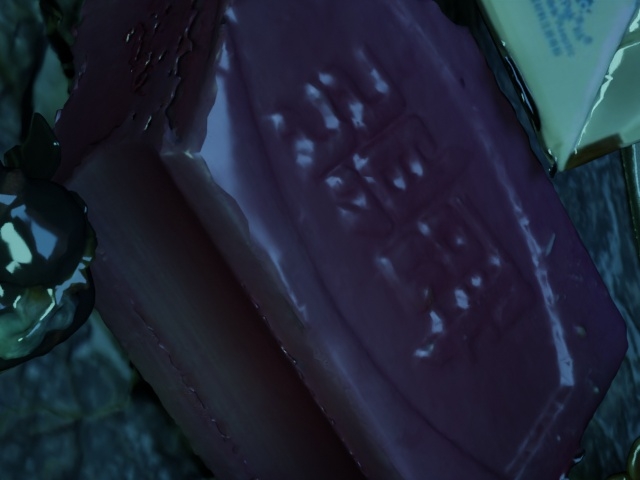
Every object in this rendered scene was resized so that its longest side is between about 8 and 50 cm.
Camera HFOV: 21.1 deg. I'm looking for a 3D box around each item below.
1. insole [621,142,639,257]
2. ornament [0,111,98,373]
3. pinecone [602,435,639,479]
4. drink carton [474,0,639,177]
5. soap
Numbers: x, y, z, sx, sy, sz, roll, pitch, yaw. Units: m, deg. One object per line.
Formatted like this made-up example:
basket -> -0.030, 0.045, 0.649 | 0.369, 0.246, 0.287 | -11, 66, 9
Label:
insole -> 0.177, -0.075, 0.944 | 0.063, 0.010, 0.192 | 5, 75, -51
ornament -> -0.108, 0.022, 0.408 | 0.153, 0.196, 0.166 | 22, 64, -46
pinecone -> 0.211, 0.188, 0.777 | 0.186, 0.168, 0.212 | 2, 55, -29
drink carton -> 0.171, -0.168, 0.740 | 0.324, 0.194, 0.132 | -70, 138, -62
soap -> 0.000, 0.000, 0.635 | 0.250, 0.099, 0.162 | 57, 49, -23
